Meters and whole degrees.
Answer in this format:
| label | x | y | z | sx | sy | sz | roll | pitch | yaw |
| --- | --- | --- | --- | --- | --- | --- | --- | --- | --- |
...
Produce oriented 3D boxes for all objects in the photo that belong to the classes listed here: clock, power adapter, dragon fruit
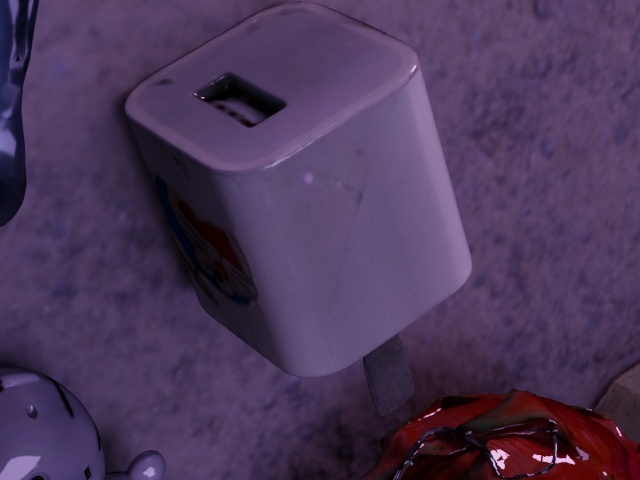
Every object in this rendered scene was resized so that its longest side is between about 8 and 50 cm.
| label | x | y | z | sx | sy | sz | roll | pitch | yaw |
| --- | --- | --- | --- | --- | --- | --- | --- | --- | --- |
| clock | -0.135 | 0.133 | 0.855 | 0.117 | 0.080 | 0.176 | -30 | 127 | -22 |
| power adapter | 0.000 | 0.000 | 0.861 | 0.125 | 0.130 | 0.205 | -33 | 127 | -21 |
| dragon fruit | 0.101 | 0.185 | 0.994 | 0.274 | 0.192 | 0.193 | 7 | 85 | -31 |

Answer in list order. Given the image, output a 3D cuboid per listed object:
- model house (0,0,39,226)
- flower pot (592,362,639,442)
| label | x | y | z | sx | sy | sz | roll | pitch | yaw |
| --- | --- | --- | --- | --- | --- | --- | --- | --- | --- |
| model house | -0.253 | -0.136 | 0.528 | 0.303 | 0.237 | 0.215 | 0 | 111 | -38 |
| flower pot | 0.291 | 0.188 | 1.128 | 0.212 | 0.202 | 0.212 | -16 | 118 | -31 |
